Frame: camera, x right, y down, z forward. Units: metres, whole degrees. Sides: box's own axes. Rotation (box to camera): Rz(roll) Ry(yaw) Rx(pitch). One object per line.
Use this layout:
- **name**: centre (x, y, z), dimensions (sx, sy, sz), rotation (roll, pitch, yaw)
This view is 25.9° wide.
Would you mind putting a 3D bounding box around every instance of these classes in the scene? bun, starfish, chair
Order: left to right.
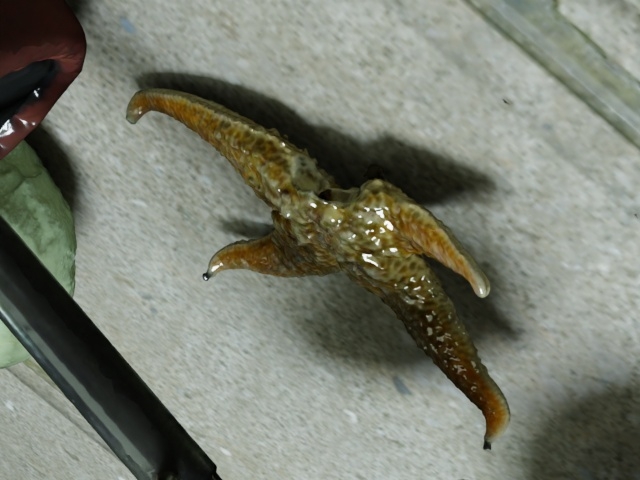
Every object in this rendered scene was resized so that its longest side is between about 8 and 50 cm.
- **bun**: centre (-0.236, -0.010, 0.891), dimensions (0.195, 0.118, 0.195), rotation (21, 139, 19)
- **chair**: centre (-0.127, 0.046, 0.692), dimensions (0.401, 0.226, 0.226), rotation (51, 147, -2)
- **starfish**: centre (0.002, 0.000, 0.741), dimensions (0.247, 0.050, 0.138), rotation (31, 147, 30)
